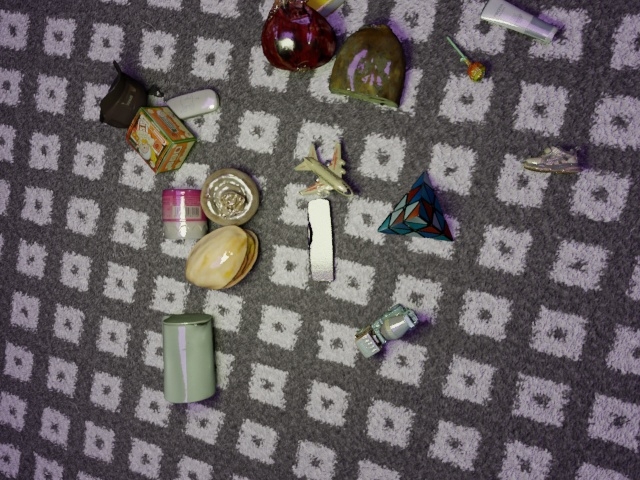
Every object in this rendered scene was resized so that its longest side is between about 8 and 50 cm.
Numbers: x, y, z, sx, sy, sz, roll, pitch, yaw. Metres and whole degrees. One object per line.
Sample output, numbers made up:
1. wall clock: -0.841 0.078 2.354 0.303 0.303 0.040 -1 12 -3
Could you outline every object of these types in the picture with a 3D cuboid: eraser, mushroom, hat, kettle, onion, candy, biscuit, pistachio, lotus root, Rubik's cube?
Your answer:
1. eraser: -0.007 -0.949 1.640 0.158 0.069 0.226 -33 86 12
2. mushroom: -0.349 -0.164 1.710 0.226 0.178 0.227 0 101 -1
3. hat: -0.747 -0.548 1.761 0.208 0.336 0.238 20 80 -26
4. kettle: -0.541 0.464 1.818 0.204 0.265 0.318 -4 94 -18
5. onion: -0.077 -0.722 1.598 0.280 0.221 0.281 6 114 14
6. candy: 0.504 -0.640 1.554 0.060 0.060 0.201 -38 76 13
7. biscuit: 0.000 0.000 1.717 0.099 0.038 0.323 -3 92 10
8. pistachio: -0.386 0.073 1.724 0.308 0.230 0.230 -40 84 8
9. lotus root: 0.184 -0.636 1.579 0.266 0.149 0.261 16 98 9
10. Rubik's cube: 0.388 -0.134 1.599 0.249 0.284 0.235 15 75 -12

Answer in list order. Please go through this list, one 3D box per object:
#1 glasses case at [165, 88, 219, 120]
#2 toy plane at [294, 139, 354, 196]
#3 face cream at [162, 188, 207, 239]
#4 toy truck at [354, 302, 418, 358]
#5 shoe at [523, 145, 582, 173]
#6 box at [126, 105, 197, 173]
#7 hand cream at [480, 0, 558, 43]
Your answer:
1. glasses case: -0.518 -0.544 1.794 0.233 0.059 0.092 -8 95 16
2. toy plane: 0.027 -0.242 1.661 0.256 0.104 0.242 39 99 8
3. face cream: -0.537 -0.104 1.768 0.175 0.175 0.195 1 93 13
4. toy truck: 0.243 0.331 1.627 0.256 0.140 0.108 -36 86 13
5. shoe: 0.779 -0.273 1.486 0.180 0.089 0.093 5 96 11
6. box: -0.633 -0.399 1.763 0.195 0.148 0.177 49 124 7
7. hand cream: 0.669 -0.741 1.501 0.255 0.048 0.080 31 101 11
